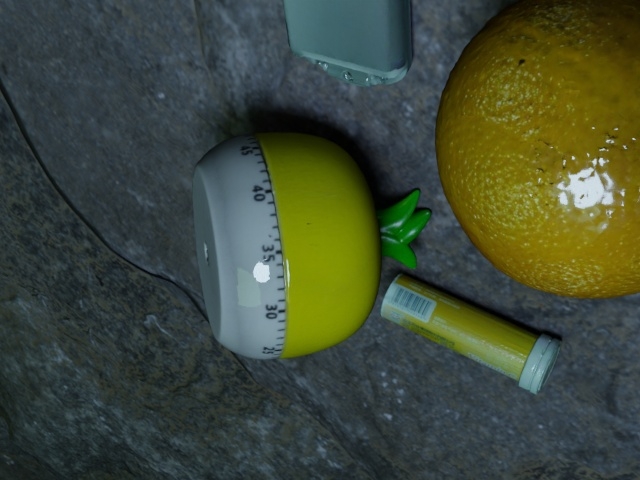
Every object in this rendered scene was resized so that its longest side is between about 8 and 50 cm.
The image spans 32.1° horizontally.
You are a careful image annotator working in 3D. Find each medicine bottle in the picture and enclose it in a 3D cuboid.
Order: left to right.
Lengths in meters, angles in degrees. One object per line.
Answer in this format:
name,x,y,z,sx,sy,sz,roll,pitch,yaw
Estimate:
medicine bottle,0.183,0.111,1.375,0.218,0.074,0.074,25,144,18

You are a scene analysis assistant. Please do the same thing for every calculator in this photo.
calculator,0.022,-0.254,1.102,0.141,0.045,0.246,18,141,24

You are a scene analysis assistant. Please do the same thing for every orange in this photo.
orange,0.229,-0.081,0.938,0.274,0.274,0.274,23,143,18

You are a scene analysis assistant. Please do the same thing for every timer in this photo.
timer,0.000,0.000,1.282,0.285,0.285,0.285,23,143,18
